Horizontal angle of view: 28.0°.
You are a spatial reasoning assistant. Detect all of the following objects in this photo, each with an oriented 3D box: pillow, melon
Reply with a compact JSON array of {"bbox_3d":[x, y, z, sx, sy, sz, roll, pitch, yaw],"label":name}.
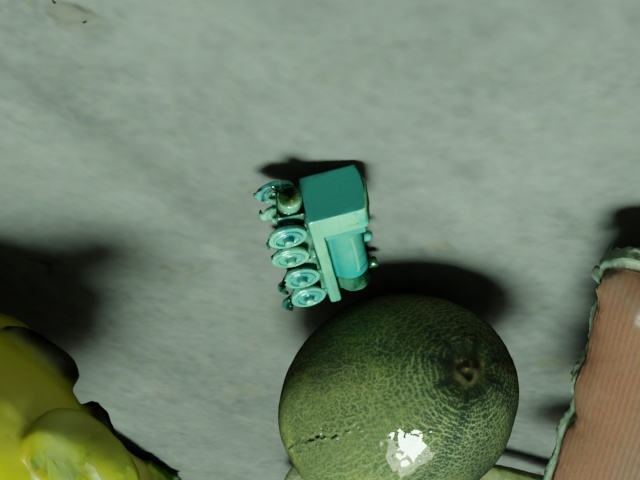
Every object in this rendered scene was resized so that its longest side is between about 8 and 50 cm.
[{"bbox_3d":[0.193,0.065,0.542,0.179,0.075,0.171,6,141,4],"label":"pillow"},{"bbox_3d":[0.032,0.074,0.574,0.098,0.098,0.130,19,149,-24],"label":"melon"}]

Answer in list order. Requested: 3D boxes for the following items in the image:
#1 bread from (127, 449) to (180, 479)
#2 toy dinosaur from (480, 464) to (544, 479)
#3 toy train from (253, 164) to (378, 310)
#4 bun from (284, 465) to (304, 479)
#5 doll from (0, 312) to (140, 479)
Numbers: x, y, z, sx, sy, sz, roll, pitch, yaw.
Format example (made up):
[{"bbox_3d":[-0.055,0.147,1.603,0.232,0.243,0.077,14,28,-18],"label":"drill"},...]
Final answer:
[{"bbox_3d":[-0.206,0.185,0.786,0.174,0.133,0.251,-9,149,24],"label":"bread"},{"bbox_3d":[0.182,0.186,0.795,0.199,0.072,0.251,5,164,23],"label":"toy dinosaur"},{"bbox_3d":[0.000,0.000,0.515,0.045,0.029,0.092,-13,155,1],"label":"toy train"},{"bbox_3d":[0.020,0.164,0.793,0.086,0.055,0.086,4,151,2],"label":"bun"},{"bbox_3d":[-0.263,0.160,0.654,0.423,0.161,0.348,16,124,21],"label":"doll"}]
